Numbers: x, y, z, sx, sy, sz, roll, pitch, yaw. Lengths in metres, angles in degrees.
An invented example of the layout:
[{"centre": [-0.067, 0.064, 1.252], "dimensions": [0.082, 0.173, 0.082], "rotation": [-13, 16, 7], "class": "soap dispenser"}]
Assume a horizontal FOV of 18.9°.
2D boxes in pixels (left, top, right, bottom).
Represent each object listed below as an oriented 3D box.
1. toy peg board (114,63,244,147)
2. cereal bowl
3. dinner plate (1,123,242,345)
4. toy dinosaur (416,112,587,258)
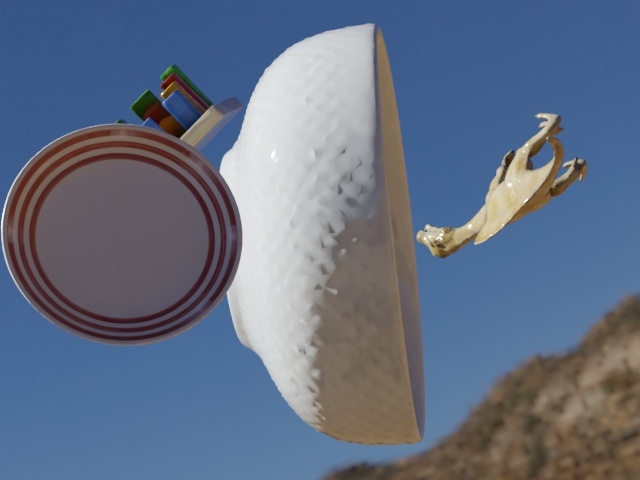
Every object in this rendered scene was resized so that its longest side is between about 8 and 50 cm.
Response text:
[{"centre": [-0.165, -0.094, 1.837], "dimensions": [0.161, 0.079, 0.160], "rotation": [-46, 1, 9], "class": "toy peg board"}, {"centre": [0.000, 0.000, 1.558], "dimensions": [0.141, 0.339, 0.339], "rotation": [-5, -11, 6], "class": "cereal bowl"}, {"centre": [-0.116, -0.003, 1.134], "dimensions": [0.141, 0.141, 0.017], "rotation": [-18, -19, -16], "class": "dinner plate"}, {"centre": [0.132, -0.033, 1.222], "dimensions": [0.092, 0.053, 0.183], "rotation": [-49, 5, -33], "class": "toy dinosaur"}]
